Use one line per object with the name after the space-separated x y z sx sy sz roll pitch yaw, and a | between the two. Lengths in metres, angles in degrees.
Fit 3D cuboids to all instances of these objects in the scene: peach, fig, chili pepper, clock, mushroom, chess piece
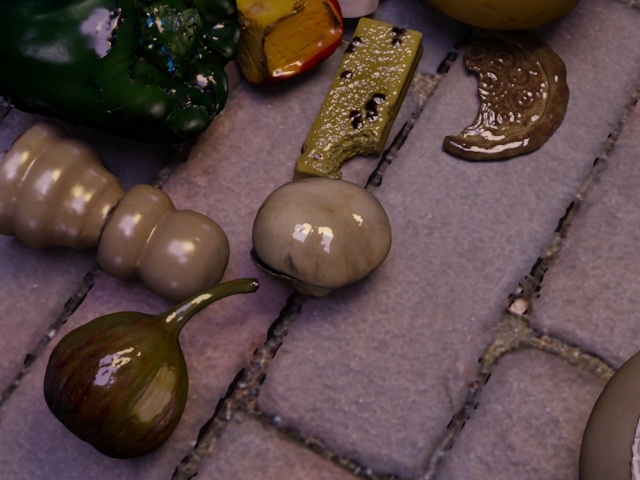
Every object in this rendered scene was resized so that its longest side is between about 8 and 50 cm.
-0.045 -0.264 1.242 0.118 0.151 0.151 -13 63 -34 | peach
-0.164 0.110 1.072 0.245 0.149 0.149 -43 72 -9 | fig
-0.238 -0.229 1.171 0.257 0.233 0.248 10 62 31 | chili pepper
0.054 -0.318 1.295 0.129 0.041 0.087 -35 45 -31 | clock
0.000 0.000 1.136 0.154 0.122 0.154 1 29 -1 | mushroom
-0.225 -0.016 1.147 0.261 0.143 0.142 28 71 6 | chess piece

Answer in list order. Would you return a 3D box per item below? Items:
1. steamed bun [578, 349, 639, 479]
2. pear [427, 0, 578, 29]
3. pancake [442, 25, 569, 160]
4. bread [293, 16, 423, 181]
0.402 0.232 0.965 0.324 0.206 0.324 -2 67 4 | steamed bun
0.217 -0.382 1.213 0.281 0.280 0.280 -1 67 2 | pear
0.210 -0.186 1.254 0.184 0.020 0.190 -22 68 -6 | pancake
0.046 -0.158 1.233 0.088 0.049 0.226 18 69 10 | bread
